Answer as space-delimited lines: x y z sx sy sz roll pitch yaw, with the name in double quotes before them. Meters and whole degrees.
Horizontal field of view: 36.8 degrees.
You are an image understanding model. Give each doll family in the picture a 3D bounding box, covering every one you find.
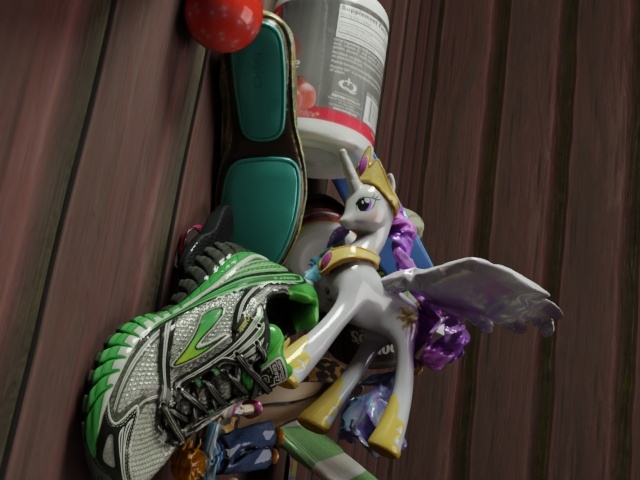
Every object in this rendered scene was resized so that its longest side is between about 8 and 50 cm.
"doll family" -0.113 0.277 1.122 0.163 0.118 0.263 0 95 -50

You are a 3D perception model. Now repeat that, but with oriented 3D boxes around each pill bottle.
"pill bottle" 0.000 0.000 1.521 0.221 0.121 0.121 -98 -172 -72
"pill bottle" 0.007 -0.265 1.412 0.176 0.176 0.319 59 37 -69

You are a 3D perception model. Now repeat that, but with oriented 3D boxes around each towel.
"towel" -0.055 0.433 1.761 0.060 0.009 0.083 49 47 -74
"towel" 0.039 0.385 1.541 0.038 0.325 0.248 -51 165 0

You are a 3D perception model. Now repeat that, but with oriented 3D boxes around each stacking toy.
"stacking toy" -0.079 -0.370 1.117 0.141 0.141 0.330 55 45 -71

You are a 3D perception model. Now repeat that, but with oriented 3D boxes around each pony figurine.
"pony figurine" 0.095 0.095 1.285 0.351 0.303 0.363 38 61 -23

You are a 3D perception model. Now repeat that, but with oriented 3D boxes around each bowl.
"bowl" 0.080 -0.088 1.639 0.391 0.077 0.391 61 6 -11

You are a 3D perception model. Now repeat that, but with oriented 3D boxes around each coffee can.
"coffee can" 0.107 0.090 1.941 0.201 0.201 0.275 -63 154 -60

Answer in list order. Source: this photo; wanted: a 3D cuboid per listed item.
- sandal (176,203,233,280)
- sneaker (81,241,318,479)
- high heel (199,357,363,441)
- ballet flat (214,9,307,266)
"sandal" -0.144 0.009 1.145 0.179 0.040 0.067 -68 159 -64
"sneaker" -0.117 0.124 0.989 0.343 0.146 0.134 -52 148 -42
"high heel" -0.050 0.233 1.295 0.261 0.186 0.093 -62 157 -61
"ballet flat" -0.077 -0.124 1.254 0.123 0.123 0.349 -49 142 -70
